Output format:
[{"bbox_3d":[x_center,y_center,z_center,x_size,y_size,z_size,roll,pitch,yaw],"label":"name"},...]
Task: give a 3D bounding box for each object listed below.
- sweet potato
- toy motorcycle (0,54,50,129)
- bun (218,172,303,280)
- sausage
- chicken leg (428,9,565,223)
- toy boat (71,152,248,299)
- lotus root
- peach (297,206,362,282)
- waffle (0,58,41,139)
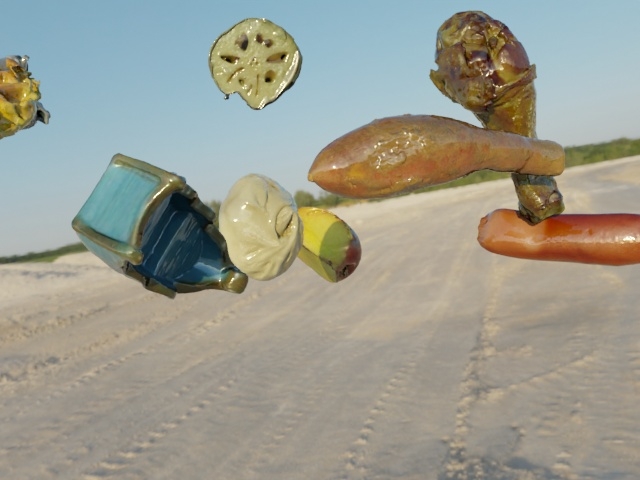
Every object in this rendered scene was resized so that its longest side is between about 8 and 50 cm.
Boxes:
[{"bbox_3d":[0.166,-0.119,0.801,0.385,0.109,0.109,-8,2,-15],"label":"sweet potato"},{"bbox_3d":[-0.722,-0.353,1.382,0.159,0.270,0.106,-30,-25,-43],"label":"toy motorcycle"},{"bbox_3d":[-0.082,-0.026,0.988,0.102,0.183,0.183,-2,7,31],"label":"bun"},{"bbox_3d":[0.425,-0.005,1.029,0.300,0.089,0.083,4,-6,30],"label":"sausage"},{"bbox_3d":[0.289,-0.207,0.935,0.140,0.361,0.211,-29,-12,32],"label":"chicken leg"},{"bbox_3d":[-0.099,0.005,0.422,0.077,0.075,0.185,27,-13,8],"label":"toy boat"},{"bbox_3d":[-0.149,-0.396,1.335,0.203,0.183,0.078,-34,17,-5],"label":"lotus root"},{"bbox_3d":[0.003,0.005,1.690,0.267,0.154,0.159,32,63,29],"label":"peach"},{"bbox_3d":[-0.536,-0.187,0.755,0.325,0.068,0.302,8,33,-11],"label":"waffle"}]
